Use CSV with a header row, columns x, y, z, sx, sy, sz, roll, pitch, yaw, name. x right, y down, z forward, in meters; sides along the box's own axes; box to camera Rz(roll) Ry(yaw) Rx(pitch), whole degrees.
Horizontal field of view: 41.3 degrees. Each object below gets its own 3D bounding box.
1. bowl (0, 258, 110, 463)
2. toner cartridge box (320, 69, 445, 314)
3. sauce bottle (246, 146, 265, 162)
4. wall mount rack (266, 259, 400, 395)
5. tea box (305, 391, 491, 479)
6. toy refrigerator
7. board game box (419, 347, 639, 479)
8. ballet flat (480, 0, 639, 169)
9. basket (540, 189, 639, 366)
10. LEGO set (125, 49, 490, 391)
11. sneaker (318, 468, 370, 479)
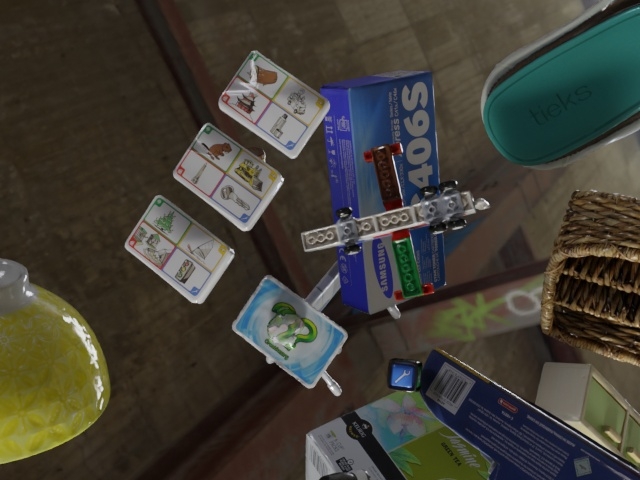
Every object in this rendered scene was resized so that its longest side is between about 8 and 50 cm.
x,y,z,sx,sy,sz,roll,pitch,yaw,name
-0.382,0.109,0.941,0.289,0.289,0.156,-24,-58,-55,bowl
0.101,-0.077,1.307,0.165,0.075,0.347,-18,-70,-32,toner cartridge box
-0.129,-0.122,1.676,0.042,0.042,0.128,-58,-21,-49,sauce bottle
0.053,0.137,1.581,0.130,0.304,0.350,37,-109,13,wall mount rack
0.186,0.506,1.732,0.324,0.329,0.220,-20,-45,-23,tea box
0.473,0.311,1.452,0.269,0.094,0.102,41,-122,-38,toy refrigerator
0.183,0.169,0.599,0.194,0.194,0.060,33,-92,-41,board game box
0.294,-0.166,0.608,0.139,0.400,0.139,17,-117,-37,ballet flat
0.498,0.073,1.291,0.223,0.299,0.213,-67,-25,-7,basket
0.000,0.000,0.625,0.244,0.182,0.060,35,-175,17,LEGO set
0.020,0.498,1.414,0.106,0.078,0.234,11,-104,-24,sneaker
